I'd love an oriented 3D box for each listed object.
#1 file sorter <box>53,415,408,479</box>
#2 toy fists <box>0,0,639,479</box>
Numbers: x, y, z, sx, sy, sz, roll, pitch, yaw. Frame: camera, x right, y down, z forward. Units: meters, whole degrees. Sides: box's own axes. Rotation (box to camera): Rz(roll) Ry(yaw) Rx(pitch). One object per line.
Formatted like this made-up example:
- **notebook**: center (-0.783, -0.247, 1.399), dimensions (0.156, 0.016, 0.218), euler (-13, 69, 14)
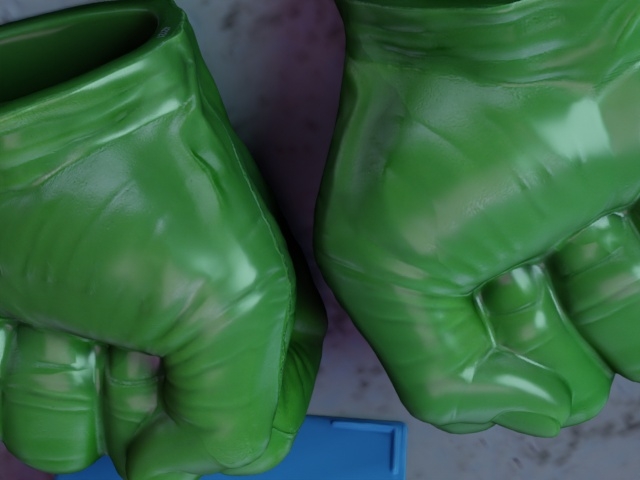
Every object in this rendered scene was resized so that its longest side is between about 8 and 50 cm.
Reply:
- **file sorter**: center (-0.035, 0.149, 0.438), dimensions (0.118, 0.170, 0.104), euler (3, 123, 3)
- **toy fists**: center (0.000, 0.000, 0.390), dimensions (0.279, 0.096, 0.142), euler (-11, 120, 10)
